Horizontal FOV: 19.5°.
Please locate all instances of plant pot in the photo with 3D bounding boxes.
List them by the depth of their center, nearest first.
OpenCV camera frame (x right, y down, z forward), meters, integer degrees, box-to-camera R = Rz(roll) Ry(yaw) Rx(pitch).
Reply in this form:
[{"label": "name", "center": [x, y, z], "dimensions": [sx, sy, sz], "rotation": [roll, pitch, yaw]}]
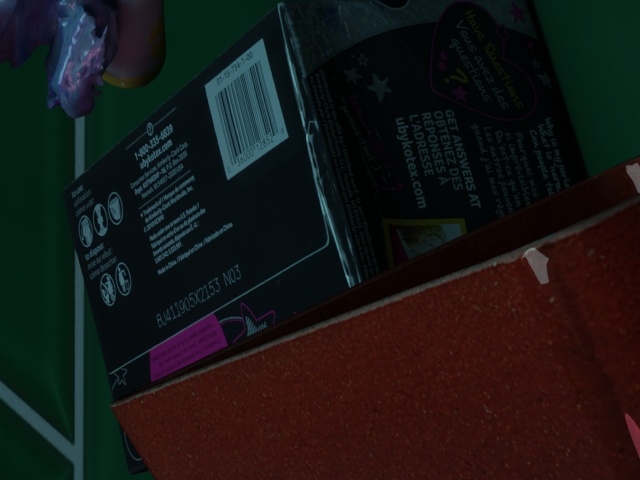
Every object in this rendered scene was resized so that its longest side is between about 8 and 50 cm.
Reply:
[{"label": "plant pot", "center": [0.135, 0.089, 0.605], "dimensions": [0.267, 0.267, 0.235], "rotation": [-24, 90, 58]}]

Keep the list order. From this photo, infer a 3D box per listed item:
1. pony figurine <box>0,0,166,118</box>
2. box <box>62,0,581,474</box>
[{"label": "pony figurine", "center": [-0.075, -0.213, 0.807], "dimensions": [0.303, 0.351, 0.363], "rotation": [39, 138, 4]}, {"label": "box", "center": [0.000, 0.000, 0.891], "dimensions": [0.247, 0.142, 0.163], "rotation": [-32, 70, 54]}]
